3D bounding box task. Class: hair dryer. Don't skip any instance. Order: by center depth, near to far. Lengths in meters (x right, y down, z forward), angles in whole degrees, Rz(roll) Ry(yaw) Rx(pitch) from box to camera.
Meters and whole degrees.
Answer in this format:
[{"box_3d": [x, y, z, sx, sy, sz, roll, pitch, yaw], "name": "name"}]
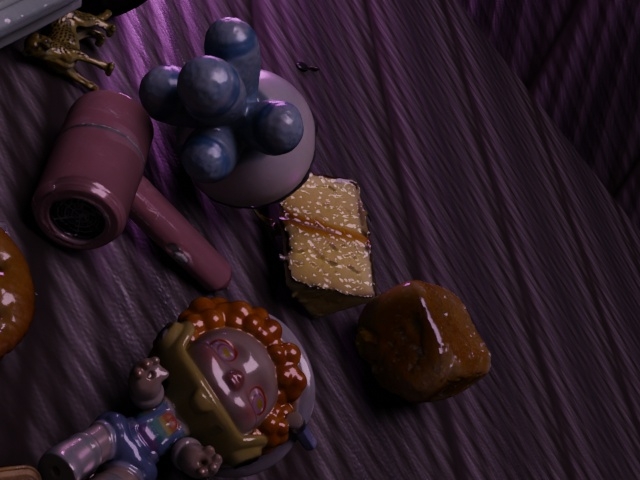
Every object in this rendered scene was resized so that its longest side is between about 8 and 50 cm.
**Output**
[{"box_3d": [-0.238, -0.025, 1.448, 0.352, 0.125, 0.210, 46, 31, -31], "name": "hair dryer"}]

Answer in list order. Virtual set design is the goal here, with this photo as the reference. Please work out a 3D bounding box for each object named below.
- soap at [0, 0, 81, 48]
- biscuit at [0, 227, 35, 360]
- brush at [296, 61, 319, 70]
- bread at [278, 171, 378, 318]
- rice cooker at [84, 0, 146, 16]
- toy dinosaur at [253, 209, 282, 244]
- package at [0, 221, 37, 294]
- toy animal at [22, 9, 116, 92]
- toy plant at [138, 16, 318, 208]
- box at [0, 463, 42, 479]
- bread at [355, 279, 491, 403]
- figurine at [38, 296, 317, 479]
[{"box_3d": [-0.451, -0.349, 1.395, 0.159, 0.088, 0.265, 54, 46, -9], "name": "soap"}, {"box_3d": [-0.420, 0.049, 1.135, 0.220, 0.066, 0.220, 36, 35, -30], "name": "biscuit"}, {"box_3d": [-0.026, -0.373, 2.210, 0.083, 0.008, 0.024, -3, 60, -57], "name": "brush"}, {"box_3d": [0.000, 0.000, 1.756, 0.178, 0.141, 0.266, 3, 55, -12], "name": "bread"}, {"box_3d": [-0.332, -0.439, 1.663, 0.118, 0.142, 0.203, 54, 2, 5], "name": "rice cooker"}, {"box_3d": [-0.084, -0.022, 1.750, 0.113, 0.026, 0.041, 36, 27, -49], "name": "toy dinosaur"}, {"box_3d": [-0.384, 0.024, 1.267, 0.037, 0.015, 0.110, -8, 66, -53], "name": "package"}, {"box_3d": [-0.381, -0.313, 1.557, 0.136, 0.073, 0.181, 26, 44, -32], "name": "toy animal"}, {"box_3d": [-0.133, -0.187, 1.517, 0.247, 0.247, 0.332, 62, 1, 11], "name": "toy plant"}, {"box_3d": [-0.336, 0.280, 0.998, 0.177, 0.111, 0.111, 8, 54, -54], "name": "box"}, {"box_3d": [0.172, 0.185, 1.782, 0.246, 0.176, 0.195, 14, 48, -61], "name": "bread"}, {"box_3d": [-0.183, 0.198, 1.222, 0.382, 0.205, 0.224, -8, 66, -49], "name": "figurine"}]
